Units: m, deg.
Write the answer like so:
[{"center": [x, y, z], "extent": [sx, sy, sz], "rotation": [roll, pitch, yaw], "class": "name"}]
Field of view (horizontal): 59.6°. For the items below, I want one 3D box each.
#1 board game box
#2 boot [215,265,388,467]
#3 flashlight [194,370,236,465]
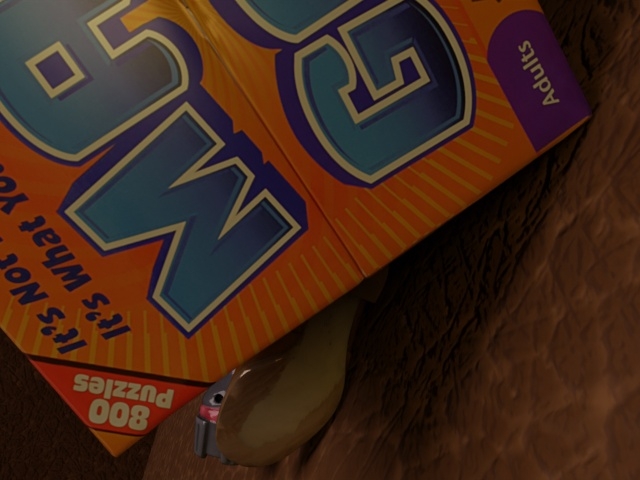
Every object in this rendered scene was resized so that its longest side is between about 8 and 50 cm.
[{"center": [-0.102, -0.144, 0.457], "extent": [0.356, 0.357, 0.356], "rotation": [-35, 13, -5], "class": "board game box"}, {"center": [-0.015, 0.083, 0.626], "extent": [0.295, 0.104, 0.211], "rotation": [-59, 10, 15], "class": "boot"}, {"center": [-0.094, 0.113, 0.703], "extent": [0.103, 0.103, 0.304], "rotation": [11, -97, -60], "class": "flashlight"}]
